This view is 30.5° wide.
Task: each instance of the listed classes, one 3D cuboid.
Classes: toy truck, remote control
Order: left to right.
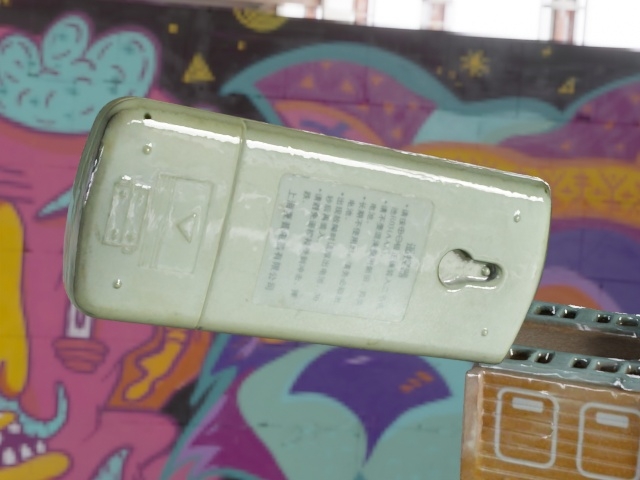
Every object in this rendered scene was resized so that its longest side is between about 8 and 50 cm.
[{"bbox_3d":[0.000,0.000,0.544,0.233,0.098,0.038,9,12,-25],"label":"remote control"},{"bbox_3d":[0.226,0.125,0.613,0.305,0.162,0.136,7,21,23],"label":"toy truck"}]
